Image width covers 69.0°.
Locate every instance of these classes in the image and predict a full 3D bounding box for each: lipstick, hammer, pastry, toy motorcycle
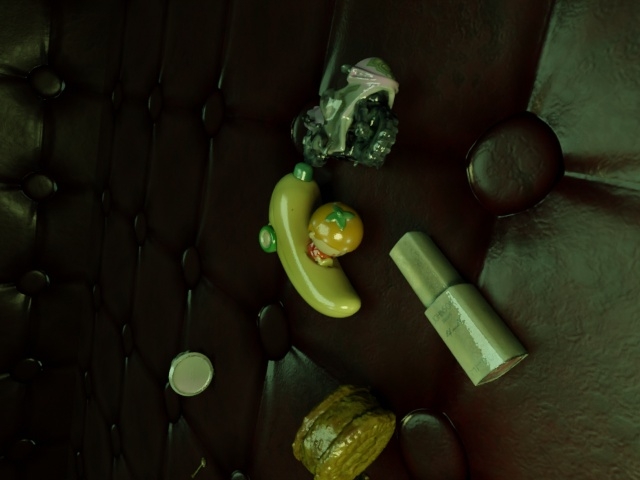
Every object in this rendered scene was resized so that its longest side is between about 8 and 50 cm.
[{"bbox_3d":[0.204,0.096,0.732,0.079,0.077,0.253,-57,50,32],"label":"lipstick"},{"bbox_3d":[-0.384,0.719,1.462,0.123,0.014,0.029,-57,41,35],"label":"hammer"},{"bbox_3d":[0.045,0.349,0.834,0.103,0.188,0.189,40,119,37],"label":"pastry"},{"bbox_3d":[0.053,-0.233,0.883,0.327,0.143,0.188,18,98,64],"label":"toy motorcycle"}]

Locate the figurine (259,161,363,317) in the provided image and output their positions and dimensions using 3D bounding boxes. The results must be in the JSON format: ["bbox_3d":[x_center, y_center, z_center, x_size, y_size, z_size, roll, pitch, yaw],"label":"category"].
[{"bbox_3d":[0.000,0.000,0.943,0.222,0.124,0.325,-48,59,39],"label":"figurine"}]

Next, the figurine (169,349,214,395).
[{"bbox_3d":[-0.407,0.393,1.431,0.153,0.132,0.132,3,92,64],"label":"figurine"}]

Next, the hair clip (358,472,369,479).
[{"bbox_3d":[0.091,0.618,0.863,0.095,0.110,0.359,93,170,-86],"label":"hair clip"}]
